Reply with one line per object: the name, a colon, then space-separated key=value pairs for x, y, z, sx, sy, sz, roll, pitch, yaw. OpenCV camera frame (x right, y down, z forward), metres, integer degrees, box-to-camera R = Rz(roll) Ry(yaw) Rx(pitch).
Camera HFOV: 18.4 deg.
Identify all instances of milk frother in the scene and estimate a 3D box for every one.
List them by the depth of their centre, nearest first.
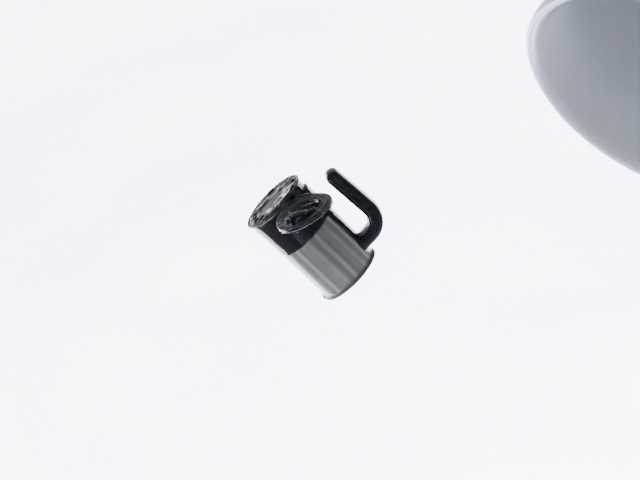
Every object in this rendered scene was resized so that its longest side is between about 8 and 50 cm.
milk frother: x=0.000 y=0.000 z=2.291 sx=0.129 sy=0.135 sz=0.143 roll=-38 pitch=-161 yaw=27

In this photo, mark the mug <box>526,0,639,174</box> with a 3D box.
mug: x=0.406 y=-0.216 z=1.812 sx=0.276 sy=0.374 sz=0.328 roll=7 pitch=-125 yaw=46
